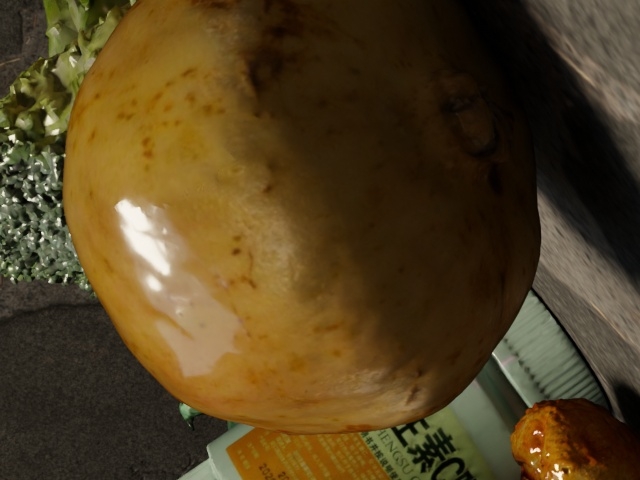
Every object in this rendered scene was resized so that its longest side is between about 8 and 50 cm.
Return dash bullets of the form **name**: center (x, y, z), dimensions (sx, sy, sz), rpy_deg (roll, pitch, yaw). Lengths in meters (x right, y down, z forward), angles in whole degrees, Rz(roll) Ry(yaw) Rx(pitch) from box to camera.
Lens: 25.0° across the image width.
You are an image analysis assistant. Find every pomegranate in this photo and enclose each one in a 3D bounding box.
- **pomegranate**: center (-0.005, -0.027, 0.686), dimensions (0.248, 0.248, 0.248), rpy_deg (55, 177, 4)

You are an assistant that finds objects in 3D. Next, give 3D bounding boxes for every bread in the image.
- **bread**: center (0.214, 0.186, 0.986), dimensions (0.269, 0.095, 0.139), rpy_deg (39, -169, -41)

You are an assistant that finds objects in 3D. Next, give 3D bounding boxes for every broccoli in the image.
- **broccoli**: center (-0.158, -0.157, 1.167), dimensions (0.353, 0.397, 0.275), rpy_deg (12, 168, 22)

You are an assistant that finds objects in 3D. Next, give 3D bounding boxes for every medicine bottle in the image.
- **medicine bottle**: center (0.042, 0.160, 1.077), dimensions (0.158, 0.318, 0.158), rpy_deg (56, 178, 3)

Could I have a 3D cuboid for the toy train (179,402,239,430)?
- **toy train**: center (0.010, 0.120, 1.410), dimensions (0.179, 0.272, 0.442), rpy_deg (53, 166, 13)
